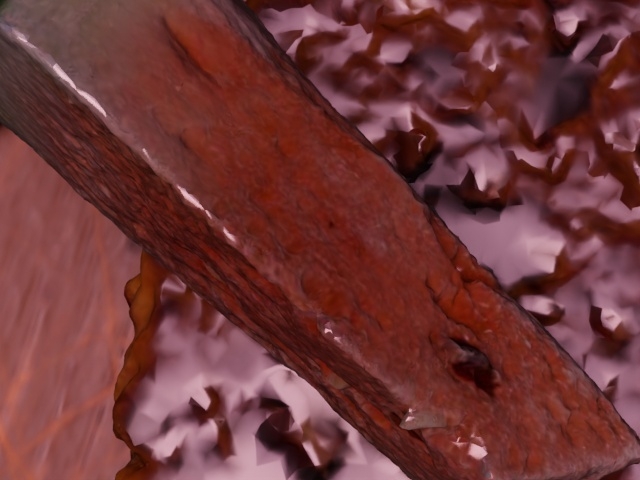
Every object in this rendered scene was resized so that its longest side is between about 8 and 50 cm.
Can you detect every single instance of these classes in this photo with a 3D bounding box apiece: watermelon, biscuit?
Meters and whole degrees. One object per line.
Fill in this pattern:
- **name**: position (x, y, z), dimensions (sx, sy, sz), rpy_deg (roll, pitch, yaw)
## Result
- **watermelon**: position (0.000, 0.000, 0.473), dimensions (0.094, 0.154, 0.241), rpy_deg (-45, 90, -4)
- **biscuit**: position (0.071, 0.039, 0.554), dimensions (0.289, 0.081, 0.334), rpy_deg (14, 79, 6)
